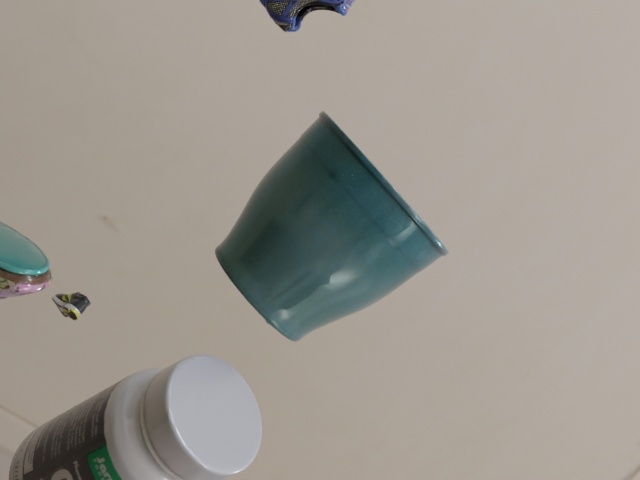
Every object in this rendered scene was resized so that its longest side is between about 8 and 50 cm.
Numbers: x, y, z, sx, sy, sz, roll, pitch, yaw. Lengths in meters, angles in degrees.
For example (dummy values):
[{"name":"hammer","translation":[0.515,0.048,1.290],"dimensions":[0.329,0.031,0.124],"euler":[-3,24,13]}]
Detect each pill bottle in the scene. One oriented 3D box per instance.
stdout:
[{"name":"pill bottle","translation":[-0.268,0.305,1.452],"dimensions":[0.361,0.204,0.204],"euler":[-31,-145,34]}]

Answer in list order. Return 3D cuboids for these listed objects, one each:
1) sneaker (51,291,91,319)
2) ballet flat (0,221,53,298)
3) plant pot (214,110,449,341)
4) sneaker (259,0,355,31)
[{"name":"sneaker","translation":[-0.338,0.086,1.378],"dimensions":[0.035,0.031,0.083],"euler":[-39,-150,-22]},{"name":"ballet flat","translation":[-0.293,0.000,0.787],"dimensions":[0.222,0.077,0.079],"euler":[34,-74,25]},{"name":"plant pot","translation":[0.000,0.000,1.445],"dimensions":[0.255,0.271,0.271],"euler":[-42,-149,3]},{"name":"sneaker","translation":[0.030,-0.320,1.233],"dimensions":[0.221,0.087,0.083],"euler":[-21,177,12]}]
